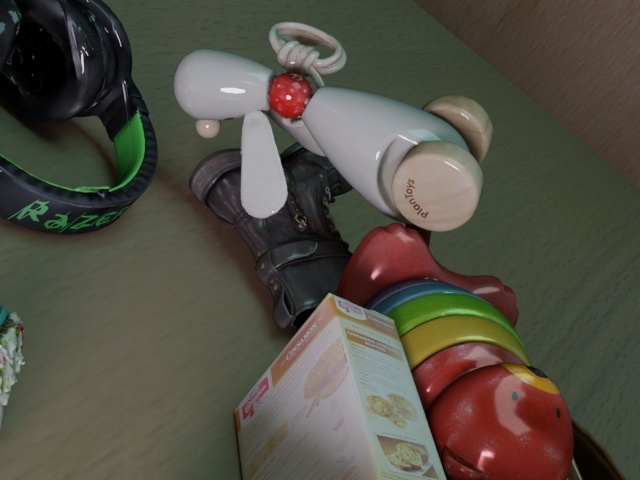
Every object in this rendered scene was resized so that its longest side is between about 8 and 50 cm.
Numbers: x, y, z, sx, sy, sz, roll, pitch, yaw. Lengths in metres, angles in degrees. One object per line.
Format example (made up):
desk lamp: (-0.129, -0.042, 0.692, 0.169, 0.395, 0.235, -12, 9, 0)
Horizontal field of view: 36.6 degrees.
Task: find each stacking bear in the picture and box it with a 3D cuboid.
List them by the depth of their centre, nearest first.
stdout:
stacking bear: (0.110, 0.122, 0.785, 0.175, 0.164, 0.289, 29, 9, -17)

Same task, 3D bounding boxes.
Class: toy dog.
toy dog: (0.018, -0.081, 0.978, 0.333, 0.161, 0.220, 30, 36, 27)

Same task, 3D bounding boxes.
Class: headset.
headset: (-0.277, -0.196, 0.884, 0.243, 0.185, 0.394, -4, 58, -55)

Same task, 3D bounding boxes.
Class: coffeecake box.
coffeecake box: (0.008, 0.155, 0.705, 0.068, 0.142, 0.185, 24, 28, -26)

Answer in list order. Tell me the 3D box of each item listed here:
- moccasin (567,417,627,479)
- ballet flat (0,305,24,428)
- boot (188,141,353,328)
moccasin: (0.302, 0.313, 0.807, 0.139, 0.147, 0.380, 6, 39, -48)
ballet flat: (-0.234, 0.125, 0.546, 0.077, 0.091, 0.241, 63, 25, -16)
boot: (0.000, 0.000, 1.034, 0.263, 0.091, 0.229, -12, 53, -45)
